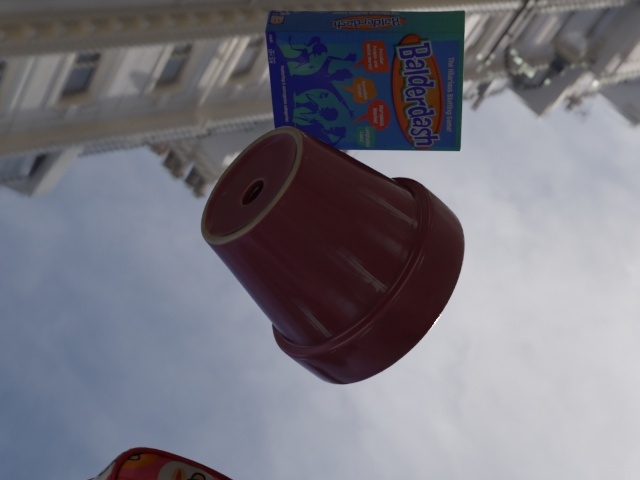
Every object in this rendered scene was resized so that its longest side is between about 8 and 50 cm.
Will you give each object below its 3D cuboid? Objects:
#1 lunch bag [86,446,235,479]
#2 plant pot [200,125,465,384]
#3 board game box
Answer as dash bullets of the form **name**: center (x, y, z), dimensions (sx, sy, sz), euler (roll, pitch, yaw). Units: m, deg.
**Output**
- **lunch bag**: center (-0.131, 0.327, 1.006), dimensions (0.258, 0.120, 0.293), euler (30, -138, -28)
- **plant pot**: center (0.000, 0.000, 1.094), dimensions (0.180, 0.201, 0.201), euler (40, -149, -28)
- **board game box**: center (0.051, -0.173, 1.322), dimensions (0.210, 0.160, 0.047), euler (0, -138, 6)
